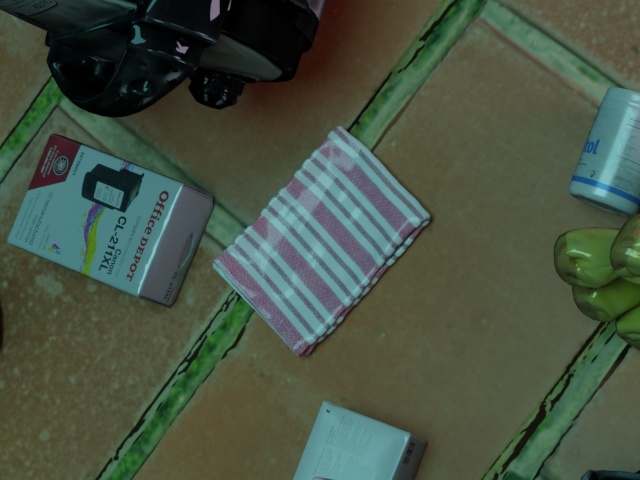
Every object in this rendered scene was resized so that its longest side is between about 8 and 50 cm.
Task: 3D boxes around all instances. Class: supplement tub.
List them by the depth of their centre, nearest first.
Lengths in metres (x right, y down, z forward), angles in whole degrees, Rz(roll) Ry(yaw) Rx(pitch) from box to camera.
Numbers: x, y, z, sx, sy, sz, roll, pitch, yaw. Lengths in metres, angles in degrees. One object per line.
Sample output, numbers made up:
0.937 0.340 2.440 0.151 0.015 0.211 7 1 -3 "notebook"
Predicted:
0.280 -0.081 1.814 0.071 0.071 0.107 20 87 26 "supplement tub"

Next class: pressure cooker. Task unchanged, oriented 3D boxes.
-0.150 -0.322 1.889 0.375 0.370 0.420 14 86 21 "pressure cooker"

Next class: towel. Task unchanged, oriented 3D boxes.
0.000 0.000 1.943 0.197 0.029 0.144 -48 66 8 "towel"

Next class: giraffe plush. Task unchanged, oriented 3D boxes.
0.335 -0.009 1.739 0.210 0.181 0.170 4 59 35 "giraffe plush"

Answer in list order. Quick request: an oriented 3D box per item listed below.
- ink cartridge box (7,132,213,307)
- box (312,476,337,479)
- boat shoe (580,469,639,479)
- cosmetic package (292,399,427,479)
-0.216 -0.022 2.017 0.175 0.072 0.127 21 87 26 "ink cartridge box"
0.077 0.258 1.692 0.063 0.324 0.067 22 88 29 "box"
0.265 0.264 1.691 0.156 0.187 0.500 39 101 19 "boat shoe"
0.010 0.283 1.858 0.099 0.060 0.239 20 84 24 "cosmetic package"
